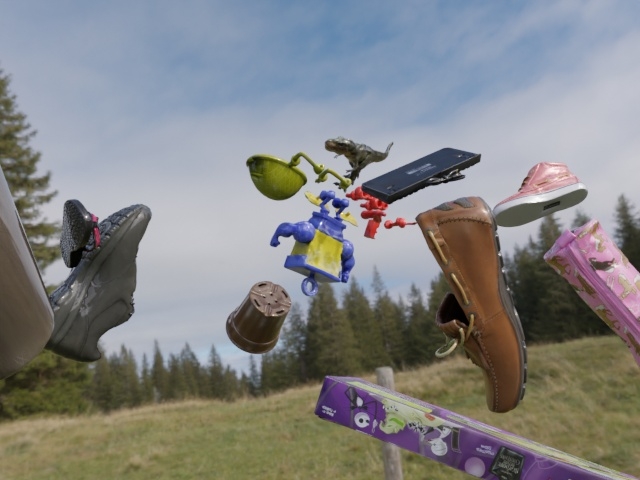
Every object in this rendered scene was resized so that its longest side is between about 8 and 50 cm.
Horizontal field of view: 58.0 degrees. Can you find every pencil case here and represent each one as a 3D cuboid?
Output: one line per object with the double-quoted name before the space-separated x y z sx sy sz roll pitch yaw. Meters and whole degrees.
"pencil case" 0.684 0.130 1.320 0.160 0.386 0.167 -34 -13 -10

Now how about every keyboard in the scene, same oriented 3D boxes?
"keyboard" 0.162 -0.097 0.875 0.180 0.023 0.108 -26 28 -22

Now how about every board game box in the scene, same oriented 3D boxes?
"board game box" 0.180 0.226 0.631 0.347 0.056 0.208 16 -5 17

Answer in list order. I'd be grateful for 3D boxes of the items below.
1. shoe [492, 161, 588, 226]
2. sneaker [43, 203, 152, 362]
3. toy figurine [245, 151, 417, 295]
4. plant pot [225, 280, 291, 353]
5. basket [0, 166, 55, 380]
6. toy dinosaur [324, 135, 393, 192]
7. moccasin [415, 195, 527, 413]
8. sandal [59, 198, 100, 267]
"shoe" 0.379 -0.085 1.040 0.178 0.081 0.063 -17 -39 -3
"sneaker" -0.357 0.070 0.965 0.130 0.286 0.109 38 -16 -31
"toy figurine" 0.000 0.000 1.124 0.191 0.217 0.363 7 -15 47
"plant pot" -0.172 0.214 1.671 0.167 0.166 0.165 -1 -41 -31
"basket" -0.333 0.013 0.504 0.154 0.204 0.226 -7 -45 -7
"toy dinosaur" 0.084 -0.172 1.294 0.268 0.064 0.118 -10 -42 -58
"moccasin" 0.245 0.120 0.952 0.147 0.379 0.139 -17 22 6
"sandal" -0.328 -0.010 0.795 0.040 0.067 0.179 -12 -12 -31
